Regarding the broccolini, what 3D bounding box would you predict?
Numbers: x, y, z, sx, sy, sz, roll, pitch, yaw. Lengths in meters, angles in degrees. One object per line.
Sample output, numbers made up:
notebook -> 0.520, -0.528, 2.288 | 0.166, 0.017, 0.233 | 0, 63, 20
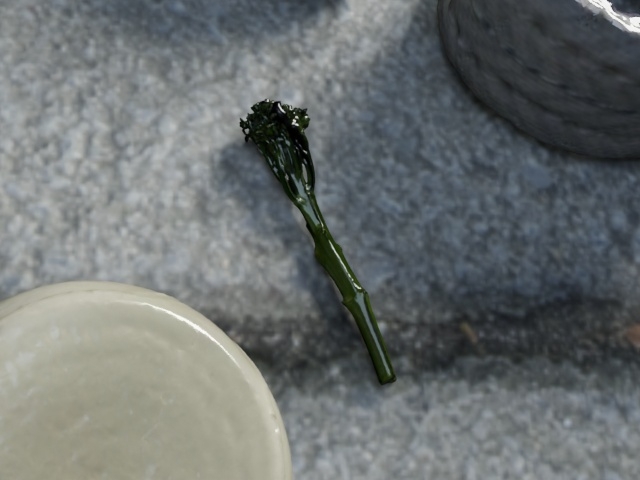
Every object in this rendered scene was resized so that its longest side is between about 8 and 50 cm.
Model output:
broccolini -> -0.001, 0.000, 0.873 | 0.042, 0.044, 0.218 | -15, 78, -31

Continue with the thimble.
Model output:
thimble -> 0.212, -0.181, 0.906 | 0.245, 0.157, 0.217 | 45, 70, 7

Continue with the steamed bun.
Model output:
steamed bun -> -0.138, 0.143, 0.733 | 0.232, 0.145, 0.231 | 7, 72, -22
